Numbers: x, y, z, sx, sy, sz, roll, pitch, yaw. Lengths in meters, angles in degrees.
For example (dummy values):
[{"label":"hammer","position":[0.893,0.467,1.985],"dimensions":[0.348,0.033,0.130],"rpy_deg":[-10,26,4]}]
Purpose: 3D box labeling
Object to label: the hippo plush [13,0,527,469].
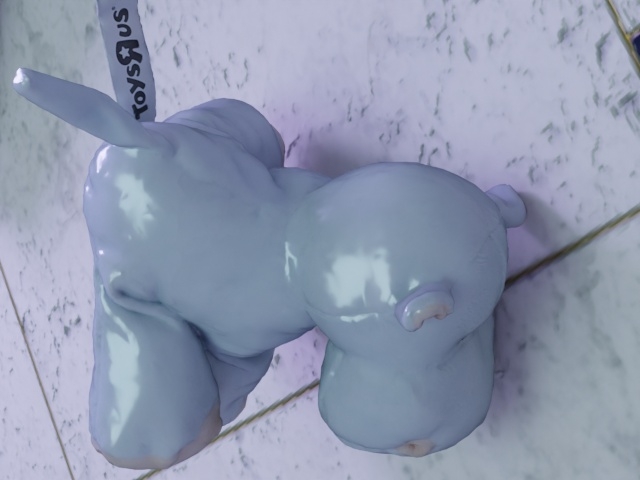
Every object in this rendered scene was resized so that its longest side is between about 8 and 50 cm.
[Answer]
[{"label":"hippo plush","position":[0.000,0.000,0.893],"dimensions":[0.237,0.234,0.294],"rpy_deg":[6,121,17]}]
